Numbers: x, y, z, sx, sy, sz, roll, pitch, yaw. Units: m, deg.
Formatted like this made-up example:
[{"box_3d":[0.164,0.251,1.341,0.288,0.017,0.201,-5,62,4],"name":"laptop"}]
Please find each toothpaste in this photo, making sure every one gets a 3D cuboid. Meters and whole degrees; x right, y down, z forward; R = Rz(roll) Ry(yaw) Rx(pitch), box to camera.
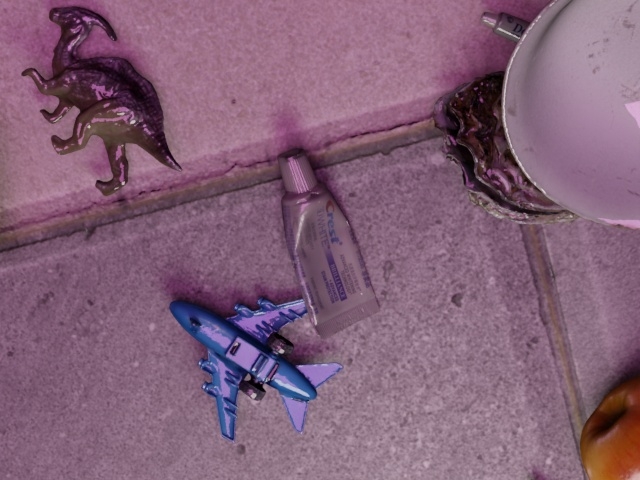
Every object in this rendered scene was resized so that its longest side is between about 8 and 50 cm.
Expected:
[{"box_3d":[-0.002,0.001,1.786,0.099,0.068,0.282,-18,103,8],"name":"toothpaste"},{"box_3d":[0.320,-0.284,1.726,0.197,0.029,0.048,21,104,-6],"name":"toothpaste"}]

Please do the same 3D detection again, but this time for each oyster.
[{"box_3d":[0.284,-0.117,1.738,0.198,0.112,0.267,-31,93,-12],"name":"oyster"}]

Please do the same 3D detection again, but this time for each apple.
[{"box_3d":[0.513,0.307,1.762,0.241,0.242,0.242,26,103,-3],"name":"apple"}]

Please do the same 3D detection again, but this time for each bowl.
[{"box_3d":[0.458,-0.237,1.605,0.435,0.196,0.435,5,131,5],"name":"bowl"}]

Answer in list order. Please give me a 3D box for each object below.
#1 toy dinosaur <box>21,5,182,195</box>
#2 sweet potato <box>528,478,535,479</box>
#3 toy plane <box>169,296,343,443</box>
[{"box_3d":[-0.322,-0.196,1.744,0.162,0.077,0.294,-35,100,9],"name":"toy dinosaur"},{"box_3d":[0.395,0.444,1.895,0.214,0.050,0.050,40,102,-4],"name":"sweet potato"},{"box_3d":[-0.110,0.170,1.819,0.271,0.105,0.254,33,89,-10],"name":"toy plane"}]
